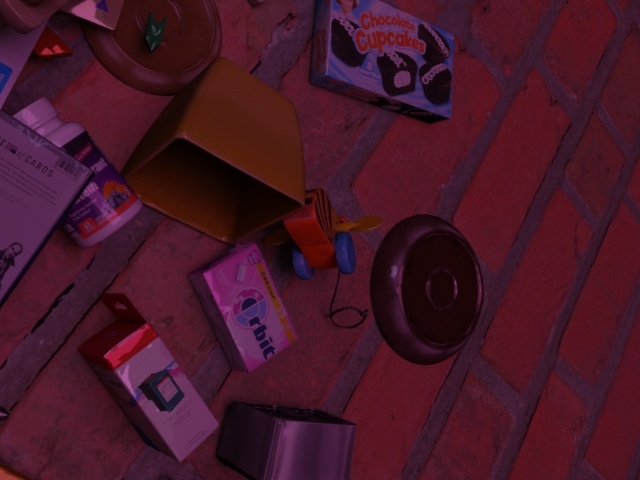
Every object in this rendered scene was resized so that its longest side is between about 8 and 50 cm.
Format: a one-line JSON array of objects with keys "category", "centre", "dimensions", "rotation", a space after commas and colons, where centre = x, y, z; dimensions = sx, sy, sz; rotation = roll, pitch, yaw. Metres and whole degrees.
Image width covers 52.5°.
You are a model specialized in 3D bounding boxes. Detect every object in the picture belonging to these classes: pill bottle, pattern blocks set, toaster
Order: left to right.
[{"category": "pattern blocks set", "centre": [-0.366, -0.388, 0.921], "dimensions": [0.325, 0.026, 0.285], "rotation": [25, 72, -20]}, {"category": "pill bottle", "centre": [-0.344, -0.093, 0.887], "dimensions": [0.108, 0.108, 0.193], "rotation": [-46, 112, -29]}, {"category": "toaster", "centre": [-0.049, 0.323, 1.017], "dimensions": [0.168, 0.186, 0.110], "rotation": [14, 82, -33]}]

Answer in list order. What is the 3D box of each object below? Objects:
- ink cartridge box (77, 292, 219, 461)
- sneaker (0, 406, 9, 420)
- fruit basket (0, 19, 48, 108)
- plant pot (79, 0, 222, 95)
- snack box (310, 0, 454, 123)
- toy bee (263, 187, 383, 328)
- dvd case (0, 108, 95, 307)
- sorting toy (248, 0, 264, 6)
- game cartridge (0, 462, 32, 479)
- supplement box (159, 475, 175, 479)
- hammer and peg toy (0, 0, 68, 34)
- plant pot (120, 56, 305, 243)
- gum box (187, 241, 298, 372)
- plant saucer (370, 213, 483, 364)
[{"category": "ink cartridge box", "centre": [-0.255, 0.187, 0.911], "dimensions": [0.078, 0.134, 0.231], "rotation": [-39, 108, -31]}, {"category": "sneaker", "centre": [-0.448, 0.231, 0.837], "dimensions": [0.083, 0.031, 0.035], "rotation": [8, 95, -31]}, {"category": "fruit basket", "centre": [-0.481, -0.365, 0.751], "dimensions": [0.353, 0.165, 0.327], "rotation": [28, 61, -26]}, {"category": "plant pot", "centre": [-0.255, -0.348, 1.020], "dimensions": [0.236, 0.032, 0.236], "rotation": [4, 84, -36]}, {"category": "snack box", "centre": [0.130, -0.361, 1.278], "dimensions": [0.322, 0.060, 0.187], "rotation": [9, 80, -35]}, {"category": "toy bee", "centre": [0.000, 0.000, 1.117], "dimensions": [0.195, 0.298, 0.162], "rotation": [5, 50, -2]}, {"category": "dvd case", "centre": [-0.423, -0.038, 0.799], "dimensions": [0.179, 0.029, 0.238], "rotation": [35, 85, -8]}, {"category": "sorting toy", "centre": [-0.088, -0.589, 1.124], "dimensions": [0.257, 0.089, 0.255], "rotation": [-47, 112, -28]}, {"category": "game cartridge", "centre": [-0.445, 0.456, 0.804], "dimensions": [0.285, 0.053, 0.323], "rotation": [42, 63, -25]}, {"category": "supplement box", "centre": [-0.208, 0.405, 0.986], "dimensions": [0.098, 0.036, 0.062], "rotation": [32, 68, -29]}, {"category": "hammer and peg toy", "centre": [-0.377, -0.442, 0.711], "dimensions": [0.361, 0.127, 0.266], "rotation": [55, 37, -31]}, {"category": "plant pot", "centre": [-0.151, -0.143, 0.983], "dimensions": [0.212, 0.212, 0.187], "rotation": [27, 58, -31]}, {"category": "gum box", "centre": [-0.126, 0.104, 1.053], "dimensions": [0.107, 0.062, 0.188], "rotation": [-31, 104, -34]}, {"category": "plant saucer", "centre": [0.235, 0.099, 1.323], "dimensions": [0.311, 0.050, 0.310], "rotation": [3, 85, -36]}]
